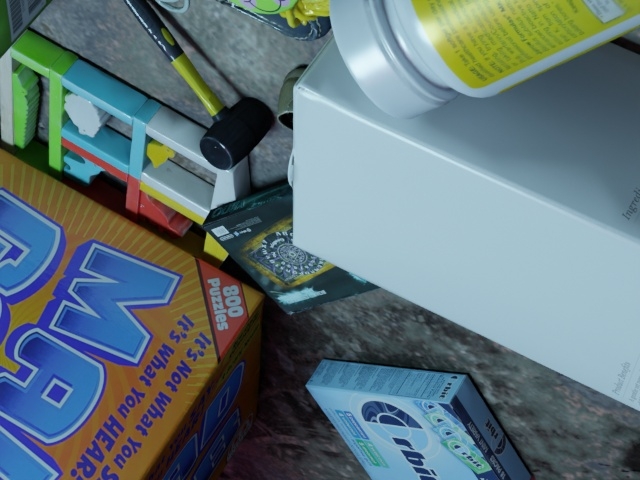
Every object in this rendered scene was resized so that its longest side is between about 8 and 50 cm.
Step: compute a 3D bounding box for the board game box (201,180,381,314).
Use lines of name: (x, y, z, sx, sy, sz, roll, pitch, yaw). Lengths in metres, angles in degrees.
board game box: (0.000, 0.000, 1.376, 0.186, 0.026, 0.126, -17, 125, 42)

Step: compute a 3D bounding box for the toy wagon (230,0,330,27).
toy wagon: (-0.083, -0.253, 0.940, 0.267, 0.068, 0.344, 6, 139, 39)

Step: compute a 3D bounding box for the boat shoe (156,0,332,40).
boat shoe: (-0.100, -0.219, 1.146, 0.254, 0.079, 0.095, 38, 149, -5)

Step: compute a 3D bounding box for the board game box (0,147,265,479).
board game box: (-0.301, 0.178, 1.588, 0.356, 0.356, 0.356, 28, 155, 10)

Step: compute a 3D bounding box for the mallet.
mallet: (-0.108, -0.151, 1.301, 0.039, 0.062, 0.190, -18, 107, 52)

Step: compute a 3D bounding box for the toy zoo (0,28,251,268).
toy zoo: (-0.171, -0.069, 1.469, 0.293, 0.030, 0.192, 30, 149, 7)

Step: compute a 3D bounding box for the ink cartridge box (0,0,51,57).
ink cartridge box: (-0.349, -0.284, 1.279, 0.255, 0.097, 0.189, 26, 148, 12)

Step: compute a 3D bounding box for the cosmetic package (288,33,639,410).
cosmetic package: (0.170, -0.024, 1.085, 0.365, 0.155, 0.197, 27, 150, 13)

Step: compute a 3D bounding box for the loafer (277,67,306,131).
loafer: (0.023, -0.076, 1.255, 0.148, 0.050, 0.056, 36, 149, -1)

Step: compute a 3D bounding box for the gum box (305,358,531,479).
gum box: (0.097, 0.189, 1.562, 0.184, 0.041, 0.157, 2, 136, 43)

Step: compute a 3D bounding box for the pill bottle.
pill bottle: (0.116, -0.156, 0.929, 0.208, 0.119, 0.119, -24, 119, 31)
